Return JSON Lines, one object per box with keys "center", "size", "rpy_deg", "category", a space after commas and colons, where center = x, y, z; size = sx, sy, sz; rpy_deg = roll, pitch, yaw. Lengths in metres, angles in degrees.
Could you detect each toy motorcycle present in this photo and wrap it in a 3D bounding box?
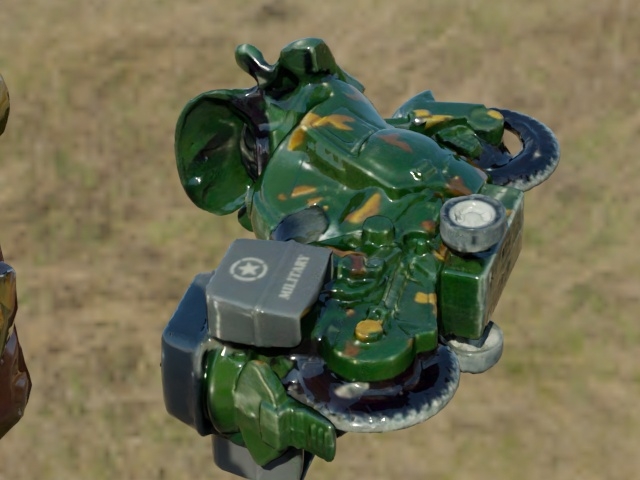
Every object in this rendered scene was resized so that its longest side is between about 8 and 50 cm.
{"center": [0.000, 0.000, 0.937], "size": [0.187, 0.125, 0.275], "rpy_deg": [9, 36, 15], "category": "toy motorcycle"}

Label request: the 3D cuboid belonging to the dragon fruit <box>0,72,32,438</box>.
{"center": [-0.220, 0.015, 0.526], "size": [0.291, 0.269, 0.250], "rpy_deg": [-14, 46, -13], "category": "dragon fruit"}
